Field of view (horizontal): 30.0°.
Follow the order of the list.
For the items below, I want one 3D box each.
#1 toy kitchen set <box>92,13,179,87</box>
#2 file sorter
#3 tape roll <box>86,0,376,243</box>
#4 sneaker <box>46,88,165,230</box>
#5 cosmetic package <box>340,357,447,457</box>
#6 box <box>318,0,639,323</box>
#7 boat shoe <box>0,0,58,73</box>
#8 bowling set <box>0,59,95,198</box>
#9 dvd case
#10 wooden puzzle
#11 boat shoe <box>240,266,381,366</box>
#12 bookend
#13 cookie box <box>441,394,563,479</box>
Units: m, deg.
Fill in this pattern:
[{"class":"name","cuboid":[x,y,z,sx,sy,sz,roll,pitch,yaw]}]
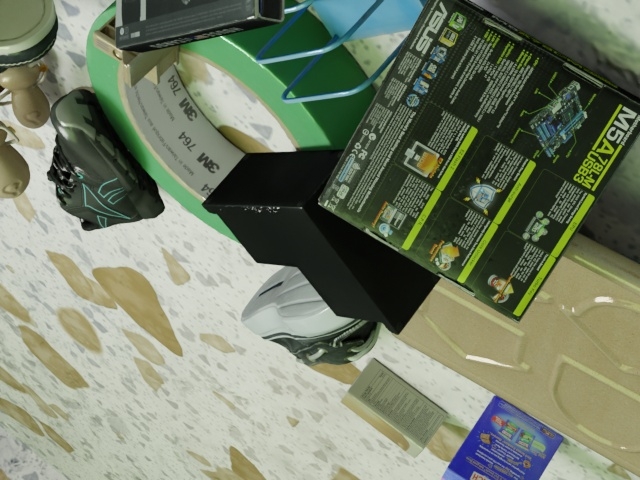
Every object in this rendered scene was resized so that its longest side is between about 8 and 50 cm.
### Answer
[{"class":"toy kitchen set","cuboid":[-0.170,-0.176,1.030,0.075,0.068,0.083,32,151,14]},{"class":"file sorter","cuboid":[-0.014,-0.204,0.926,0.118,0.104,0.170,0,132,49]},{"class":"tape roll","cuboid":[-0.080,-0.118,1.160,0.321,0.077,0.321,30,150,19]},{"class":"sneaker","cuboid":[-0.252,-0.072,1.319,0.267,0.106,0.101,68,180,-67]},{"class":"cosmetic package","cuboid":[0.088,0.202,1.440,0.115,0.060,0.041,38,152,7]},{"class":"box","cuboid":[0.121,-0.064,0.899,0.184,0.045,0.191,30,109,4]},{"class":"boat shoe","cuboid":[-0.382,-0.233,1.302,0.340,0.127,0.113,19,147,36]},{"class":"bowling set","cuboid":[-0.392,-0.150,1.376,0.200,0.287,0.154,61,168,19]},{"class":"dvd case","cuboid":[-0.089,-0.263,0.849,0.179,0.029,0.239,1,89,50]},{"class":"wooden puzzle","cuboid":[0.218,0.069,1.083,0.322,0.080,0.348,29,155,19]},{"class":"boat shoe","cuboid":[0.017,0.073,1.299,0.119,0.121,0.335,36,165,-11]},{"class":"bookend","cuboid":[0.000,0.000,1.074,0.156,0.072,0.157,3,137,53]},{"class":"cookie box","cuboid":[0.199,0.240,1.309,0.092,0.107,0.040,32,151,15]}]
